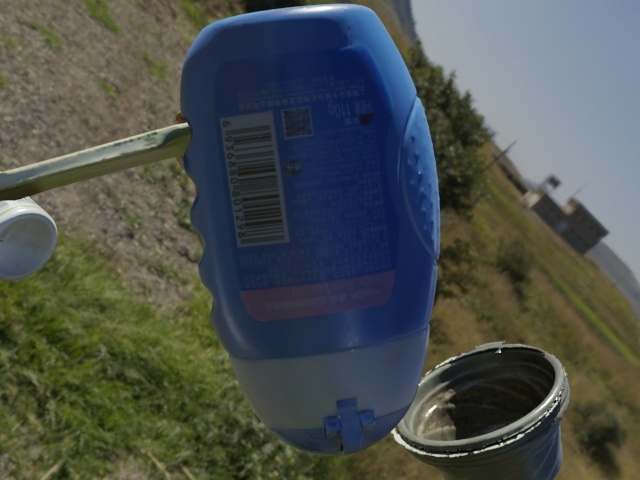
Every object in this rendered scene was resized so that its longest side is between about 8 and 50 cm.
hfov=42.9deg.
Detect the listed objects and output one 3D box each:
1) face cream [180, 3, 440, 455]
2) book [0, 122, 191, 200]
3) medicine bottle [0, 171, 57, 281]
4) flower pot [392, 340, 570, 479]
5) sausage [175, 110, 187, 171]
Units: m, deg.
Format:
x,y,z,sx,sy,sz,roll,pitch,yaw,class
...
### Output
x,y,z,sx,sy,sz,roll,pitch,yaw,class
0.000,0.000,0.486,0.083,0.149,0.264,-138,-139,-81,face cream
-0.172,-0.054,0.612,0.192,0.168,0.013,-160,-126,-81,book
-0.367,-0.035,0.880,0.183,0.086,0.086,35,3,34,medicine bottle
0.220,0.249,1.049,0.235,0.235,0.141,-97,165,-71,flower pot
-0.055,-0.072,0.894,0.241,0.120,0.136,35,16,7,sausage
